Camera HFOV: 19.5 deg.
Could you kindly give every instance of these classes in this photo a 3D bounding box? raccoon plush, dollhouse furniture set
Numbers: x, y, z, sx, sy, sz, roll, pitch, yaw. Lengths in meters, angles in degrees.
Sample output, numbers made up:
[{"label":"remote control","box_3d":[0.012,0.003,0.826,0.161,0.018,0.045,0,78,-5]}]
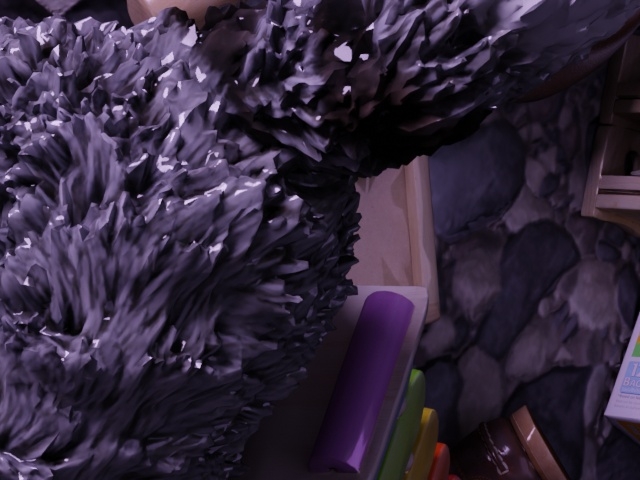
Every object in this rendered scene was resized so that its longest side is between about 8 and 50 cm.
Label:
[{"label":"raccoon plush","box_3d":[-0.078,0.064,0.687,0.216,0.446,0.299,15,62,-27]},{"label":"dollhouse furniture set","box_3d":[0.286,-0.055,1.219,0.183,0.129,0.129,17,81,-42]}]

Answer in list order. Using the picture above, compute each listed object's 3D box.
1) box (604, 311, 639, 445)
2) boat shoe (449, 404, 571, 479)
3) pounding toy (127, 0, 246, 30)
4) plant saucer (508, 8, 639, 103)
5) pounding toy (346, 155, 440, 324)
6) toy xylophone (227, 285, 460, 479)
[{"label":"box","box_3d":[0.303,0.095,1.197,0.103,0.203,0.114,38,66,-40]},{"label":"boat shoe","box_3d":[0.139,0.188,1.147,0.073,0.073,0.207,-32,118,4]},{"label":"pounding toy","box_3d":[-0.044,-0.240,0.866,0.154,0.155,0.270,-23,109,-36]},{"label":"plant saucer","box_3d":[0.146,-0.233,1.096,0.310,0.050,0.311,-17,111,-49]},{"label":"pounding toy","box_3d":[0.000,0.000,0.985,0.141,0.100,0.130,-10,100,-32]},{"label":"toy xylophone","box_3d":[0.006,0.176,0.916,0.323,0.081,0.236,73,30,-57]}]
